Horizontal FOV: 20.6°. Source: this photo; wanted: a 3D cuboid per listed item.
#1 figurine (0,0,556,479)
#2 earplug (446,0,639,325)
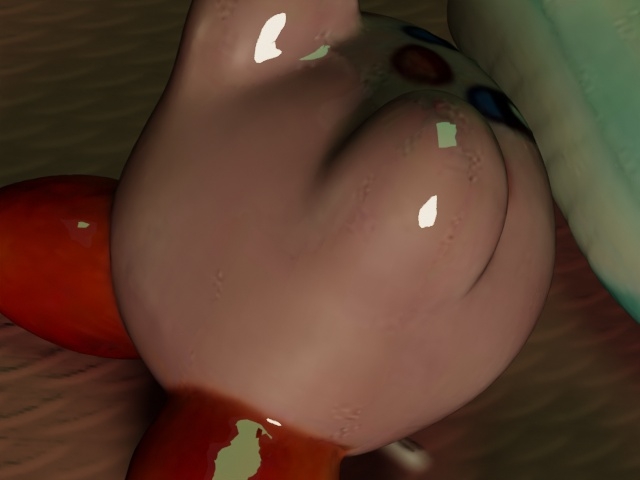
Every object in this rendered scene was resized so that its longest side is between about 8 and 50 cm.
[{"bbox_3d":[-0.001,0.006,0.885,0.211,0.261,0.270,16,28,-52],"label":"figurine"},{"bbox_3d":[0.214,-0.056,1.068,0.185,0.185,0.324,-1,49,-24],"label":"earplug"}]
